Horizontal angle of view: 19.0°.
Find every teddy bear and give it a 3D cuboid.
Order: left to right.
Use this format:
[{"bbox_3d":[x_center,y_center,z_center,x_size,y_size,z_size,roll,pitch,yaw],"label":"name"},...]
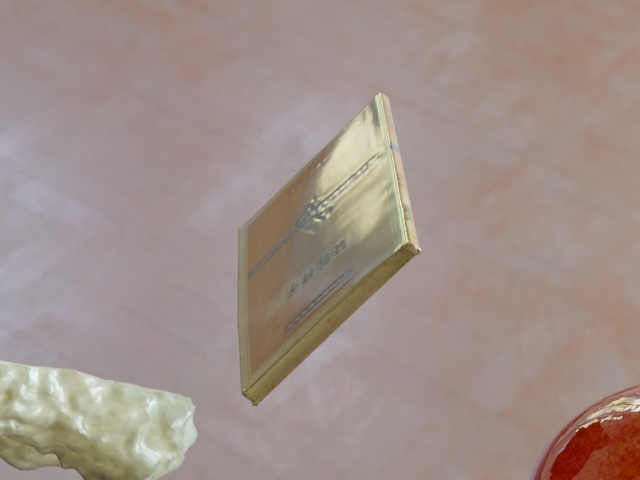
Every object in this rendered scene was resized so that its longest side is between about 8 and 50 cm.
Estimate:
[{"bbox_3d":[-0.309,0.236,1.209,0.375,0.362,0.327,17,-11,-34],"label":"teddy bear"}]

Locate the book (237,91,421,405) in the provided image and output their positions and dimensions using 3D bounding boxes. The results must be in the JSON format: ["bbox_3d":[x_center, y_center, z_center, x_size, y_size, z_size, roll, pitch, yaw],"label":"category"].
[{"bbox_3d":[-0.001,-0.001,1.416,0.018,0.170,0.242,38,20,-22],"label":"book"}]

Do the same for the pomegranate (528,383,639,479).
[{"bbox_3d":[0.260,0.210,1.312,0.256,0.221,0.221,23,37,31],"label":"pomegranate"}]
